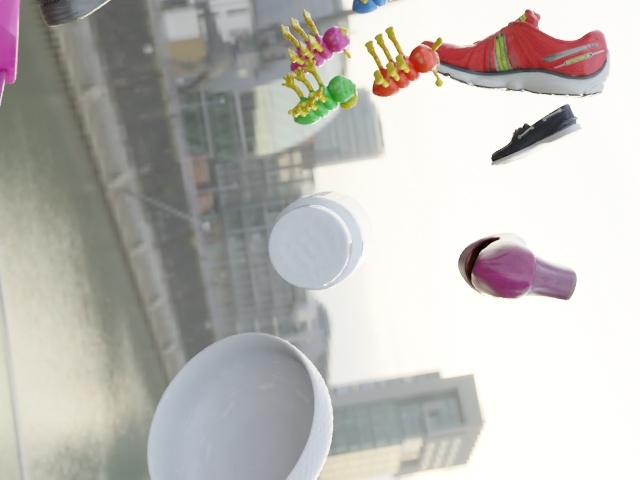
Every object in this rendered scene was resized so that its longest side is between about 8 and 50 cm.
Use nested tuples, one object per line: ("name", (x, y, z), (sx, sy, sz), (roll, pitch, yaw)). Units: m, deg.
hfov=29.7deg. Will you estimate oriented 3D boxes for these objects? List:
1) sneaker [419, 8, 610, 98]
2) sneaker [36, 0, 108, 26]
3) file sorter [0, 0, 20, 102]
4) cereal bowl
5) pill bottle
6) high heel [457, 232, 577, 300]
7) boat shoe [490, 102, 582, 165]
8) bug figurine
("sneaker", (0.272, -0.269, 1.708), (0.107, 0.279, 0.118), (-8, 106, -67))
("sneaker", (-0.240, -0.341, 1.321), (0.087, 0.227, 0.130), (5, -52, 45))
("file sorter", (-0.419, -0.217, 1.064), (0.182, 0.290, 0.202), (-105, -158, -59))
("cereal bowl", (-0.120, 0.334, 2.042), (0.141, 0.339, 0.339), (43, 28, -48))
("pill bottle", (0.000, 0.000, 1.570), (0.221, 0.121, 0.121), (-33, 115, -80))
("high heel", (0.275, 0.033, 2.076), (0.377, 0.181, 0.127), (-176, -81, -71))
("boat shoe", (0.254, -0.125, 1.455), (0.125, 0.046, 0.038), (-26, -98, 41))
("bug figurine", (0.049, -0.242, 1.521), (0.072, 0.216, 0.279), (48, 22, -37))
